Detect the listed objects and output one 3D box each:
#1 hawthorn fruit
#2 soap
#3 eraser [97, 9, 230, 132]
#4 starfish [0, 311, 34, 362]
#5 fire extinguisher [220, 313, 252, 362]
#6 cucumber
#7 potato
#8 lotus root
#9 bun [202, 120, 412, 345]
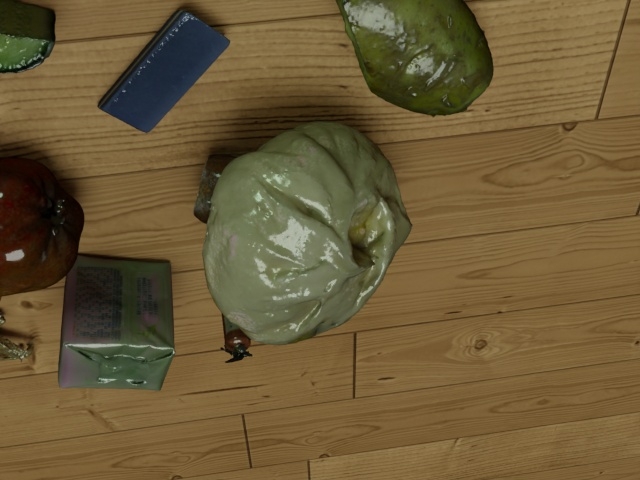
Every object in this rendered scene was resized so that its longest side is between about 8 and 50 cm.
[{"bbox_3d":[-0.493,-0.017,1.283,0.248,0.208,0.208,-9,140,21],"label":"hawthorn fruit"},{"bbox_3d":[-0.353,0.145,1.464,0.182,0.199,0.138,6,138,-19],"label":"soap"},{"bbox_3d":[-0.225,-0.235,1.206,0.082,0.036,0.225,28,125,-34],"label":"eraser"},{"bbox_3d":[-0.631,0.178,1.545,0.150,0.053,0.209,-33,132,16],"label":"starfish"},{"bbox_3d":[-0.156,0.149,1.526,0.062,0.177,0.050,16,131,-28],"label":"fire extinguisher"},{"bbox_3d":[-0.402,-0.263,1.083,0.116,0.115,0.062,10,130,-26],"label":"cucumber"},{"bbox_3d":[0.116,-0.281,1.165,0.298,0.141,0.176,36,107,-30],"label":"potato"},{"bbox_3d":[-0.151,-0.075,1.341,0.081,0.112,0.122,14,101,-6],"label":"lotus root"},{"bbox_3d":[0.000,0.000,1.288,0.365,0.219,0.365,-35,140,-36],"label":"bun"}]
